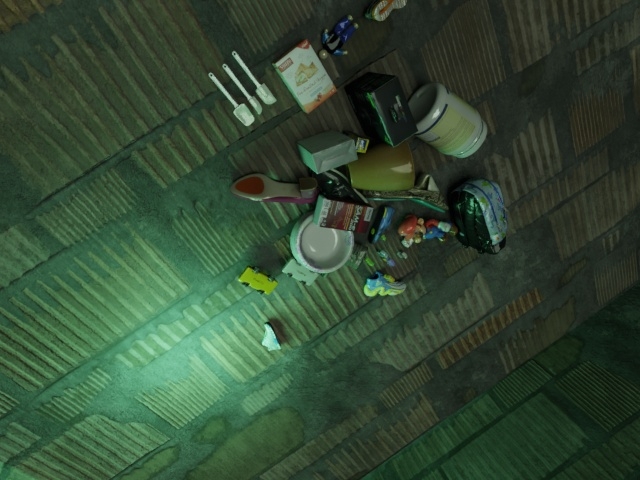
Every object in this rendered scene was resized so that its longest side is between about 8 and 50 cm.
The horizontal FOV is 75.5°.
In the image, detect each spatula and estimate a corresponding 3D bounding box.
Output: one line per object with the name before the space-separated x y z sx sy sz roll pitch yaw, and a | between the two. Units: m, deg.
spatula | -0.306 -0.588 1.606 0.168 0.019 0.242 -40 122 2

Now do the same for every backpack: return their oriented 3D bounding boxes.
backpack | 0.804 -0.144 2.117 0.273 0.290 0.355 -43 115 -8

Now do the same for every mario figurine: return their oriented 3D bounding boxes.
mario figurine | 0.542 -0.028 2.117 0.321 0.170 0.197 4 115 -24

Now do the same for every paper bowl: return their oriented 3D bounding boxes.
paper bowl | 0.000 0.000 1.908 0.285 0.148 0.283 -2 97 -19

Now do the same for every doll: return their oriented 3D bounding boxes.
doll | 0.066 -0.792 1.635 0.189 0.046 0.129 -46 120 4

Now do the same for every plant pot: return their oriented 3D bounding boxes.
plant pot | 0.244 -0.309 1.775 0.255 0.237 0.236 -12 119 -3

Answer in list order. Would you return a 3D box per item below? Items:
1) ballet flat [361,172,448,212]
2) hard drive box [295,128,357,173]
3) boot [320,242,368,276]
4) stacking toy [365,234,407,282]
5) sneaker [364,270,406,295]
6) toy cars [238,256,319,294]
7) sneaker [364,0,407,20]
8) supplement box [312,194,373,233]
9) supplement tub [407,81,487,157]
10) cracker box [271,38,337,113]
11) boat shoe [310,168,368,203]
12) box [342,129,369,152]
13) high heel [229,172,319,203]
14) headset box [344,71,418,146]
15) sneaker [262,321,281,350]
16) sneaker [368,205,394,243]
ballet flat | 0.430 -0.253 1.979 0.484 0.164 0.181 8 102 -20
hard drive box | 0.021 -0.374 1.710 0.181 0.232 0.089 -21 121 -10
boot | 0.121 0.108 2.046 0.161 0.083 0.246 31 99 -14
stacking toy | 0.343 0.092 2.129 0.221 0.052 0.166 41 72 -30
sneaker | 0.351 0.226 2.209 0.241 0.091 0.126 -8 116 -16
toy cars | -0.201 0.156 1.971 0.395 0.087 0.176 -10 122 -20
sneaker | 0.259 -0.936 1.624 0.215 0.083 0.084 -41 128 -20
supplement box | 0.099 -0.113 1.802 0.240 0.073 0.130 7 108 -22
supplement tub | 0.556 -0.526 1.840 0.325 0.235 0.235 22 105 -28
cracker box | -0.061 -0.649 1.642 0.156 0.067 0.232 -39 121 0
boat shoe | 0.079 -0.203 1.858 0.127 0.112 0.340 -19 133 40
box | 0.143 -0.425 1.768 0.054 0.169 0.059 5 113 -24
high heel | -0.195 -0.201 1.803 0.378 0.181 0.127 2 73 -1
headset box | 0.250 -0.537 1.690 0.131 0.283 0.246 -34 122 -4
sneaker | -0.266 0.500 2.119 0.083 0.071 0.190 -19 120 -5
sneaker | 0.309 -0.070 2.063 0.082 0.069 0.209 12 109 -29
